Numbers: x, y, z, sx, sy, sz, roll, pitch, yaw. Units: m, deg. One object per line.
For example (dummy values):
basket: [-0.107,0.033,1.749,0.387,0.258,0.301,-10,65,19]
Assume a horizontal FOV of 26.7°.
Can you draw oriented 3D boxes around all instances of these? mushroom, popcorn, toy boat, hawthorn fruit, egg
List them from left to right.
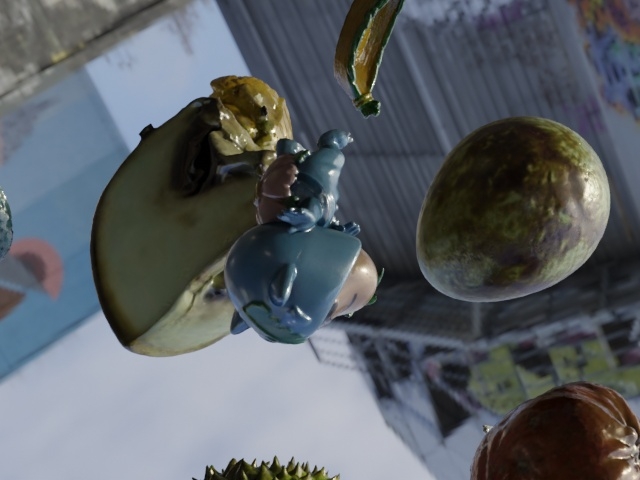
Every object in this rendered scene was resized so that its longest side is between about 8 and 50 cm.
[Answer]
mushroom: [-0.123,-0.027,1.598,0.292,0.212,0.217,-47,-126,31]
popcorn: [-0.105,-0.155,1.882,0.148,0.167,0.152,1,159,-42]
toy boat: [0.081,-0.288,1.903,0.088,0.229,0.089,26,-159,23]
egg: [0.259,-0.038,1.857,0.289,0.238,0.238,-37,-154,-10]
hawthorn fruit: [0.319,0.310,1.743,0.258,0.258,0.262,-41,-169,-31]

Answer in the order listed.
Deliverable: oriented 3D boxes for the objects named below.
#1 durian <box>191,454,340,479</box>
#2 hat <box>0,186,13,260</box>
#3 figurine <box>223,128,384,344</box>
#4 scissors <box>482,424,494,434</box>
durian: [-0.067,0.350,1.380,0.291,0.224,0.291,-15,-128,21]
hat: [-0.407,-0.058,1.496,0.138,0.190,0.078,1,-139,28]
figurine: [0.000,0.003,1.052,0.114,0.145,0.178,-25,-131,45]
scissors: [0.289,0.307,2.034,0.022,0.176,0.085,39,-85,42]
